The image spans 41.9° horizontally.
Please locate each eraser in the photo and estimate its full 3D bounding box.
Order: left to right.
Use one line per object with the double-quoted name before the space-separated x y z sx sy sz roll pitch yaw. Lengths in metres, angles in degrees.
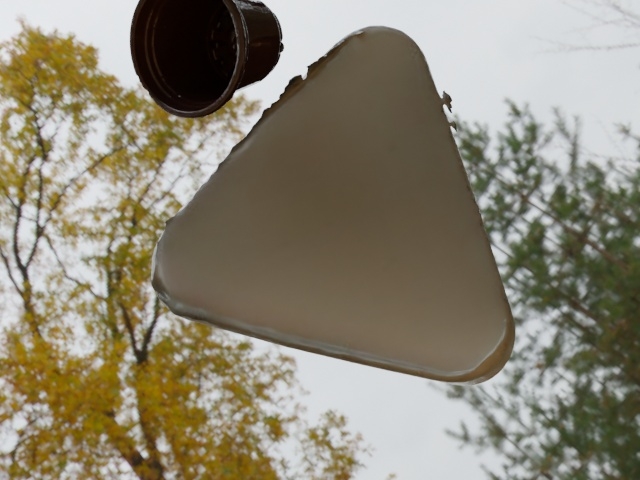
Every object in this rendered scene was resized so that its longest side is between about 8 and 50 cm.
"eraser" 0.000 0.000 0.788 0.331 0.331 0.150 -49 -16 -1

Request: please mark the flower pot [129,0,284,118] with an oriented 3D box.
"flower pot" -0.083 -0.159 0.673 0.089 0.111 0.111 -28 -36 -57
